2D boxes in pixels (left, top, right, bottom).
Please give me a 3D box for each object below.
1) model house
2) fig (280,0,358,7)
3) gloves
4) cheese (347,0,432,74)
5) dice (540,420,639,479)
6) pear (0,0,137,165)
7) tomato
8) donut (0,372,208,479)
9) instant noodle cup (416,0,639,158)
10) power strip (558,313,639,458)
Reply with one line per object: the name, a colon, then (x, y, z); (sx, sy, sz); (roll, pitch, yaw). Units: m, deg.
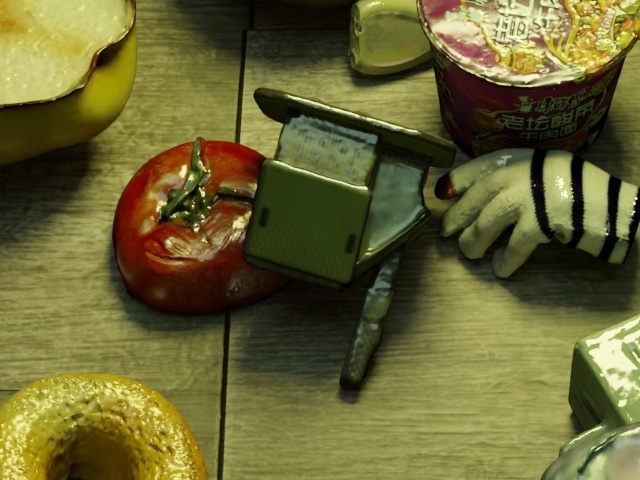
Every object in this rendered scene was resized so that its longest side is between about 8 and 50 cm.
model house: (0.000, 0.000, 1.915); (0.218, 0.205, 0.279); (18, 87, 5)
fig: (-0.031, -0.419, 2.172); (0.316, 0.316, 0.316); (-2, 56, 3)
gloves: (0.233, -0.041, 1.974); (0.218, 0.131, 0.140); (18, 56, 6)
cheese: (0.128, -0.246, 2.155); (0.192, 0.097, 0.037); (-5, 24, -14)
dice: (0.341, 0.324, 1.625); (0.270, 0.271, 0.270); (-7, 56, -1)
pear: (-0.388, -0.207, 2.095); (0.386, 0.191, 0.340); (24, 57, 20)
tomato: (-0.127, -0.026, 2.008); (0.228, 0.101, 0.228); (-4, 57, 6)
donut: (-0.228, 0.247, 1.790); (0.277, 0.108, 0.278); (8, 47, -8)
instant noodle cup: (0.232, -0.208, 2.047); (0.251, 0.190, 0.251); (-2, 56, 2)
power strip: (0.325, 0.164, 1.817); (0.224, 0.139, 0.140); (-22, 58, -10)
